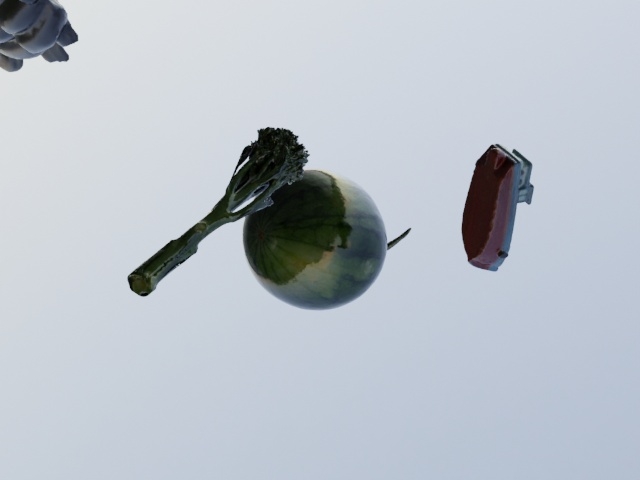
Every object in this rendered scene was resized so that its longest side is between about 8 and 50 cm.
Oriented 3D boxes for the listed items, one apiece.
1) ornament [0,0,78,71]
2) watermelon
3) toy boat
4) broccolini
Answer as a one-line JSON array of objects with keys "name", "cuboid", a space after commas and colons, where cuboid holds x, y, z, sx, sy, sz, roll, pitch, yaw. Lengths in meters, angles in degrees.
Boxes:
[{"name": "ornament", "cuboid": [-0.234, -0.176, 1.078, 0.251, 0.260, 0.106, 18, -121, 41]}, {"name": "watermelon", "cuboid": [0.000, 0.000, 2.375, 0.188, 0.215, 0.188, -8, -102, 44]}, {"name": "toy boat", "cuboid": [0.209, -0.035, 2.124, 0.069, 0.059, 0.173, 46, -44, 46]}, {"name": "broccolini", "cuboid": [-0.058, -0.019, 1.007, 0.030, 0.035, 0.140, 6, -143, 47]}]
